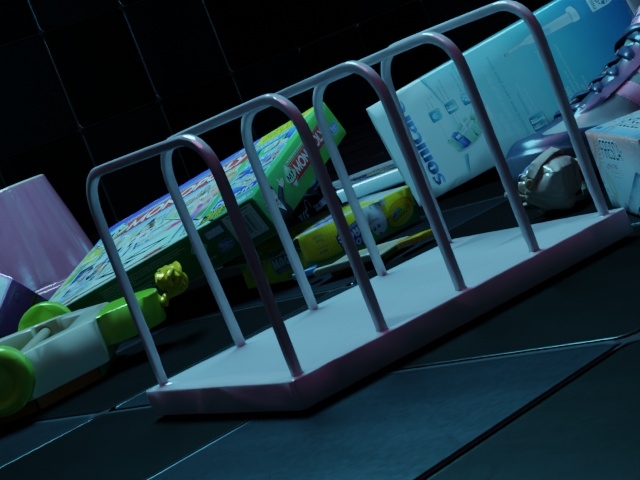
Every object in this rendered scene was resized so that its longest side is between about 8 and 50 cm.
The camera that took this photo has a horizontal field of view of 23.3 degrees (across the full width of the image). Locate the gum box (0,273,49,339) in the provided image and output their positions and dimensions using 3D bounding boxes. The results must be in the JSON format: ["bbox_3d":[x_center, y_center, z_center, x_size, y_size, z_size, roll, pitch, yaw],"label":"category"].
[{"bbox_3d":[-0.406,0.055,1.710,0.188,0.062,0.107,18,-11,18],"label":"gum box"}]

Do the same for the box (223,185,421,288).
[{"bbox_3d":[0.000,0.000,1.499,0.179,0.043,0.105,-23,6,-38],"label":"box"}]

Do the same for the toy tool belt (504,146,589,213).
[{"bbox_3d":[0.180,-0.048,1.244,0.051,0.052,0.083,-9,10,27],"label":"toy tool belt"}]

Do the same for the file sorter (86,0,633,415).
[{"bbox_3d":[0.016,-0.022,1.003,0.277,0.173,0.193,-26,7,-31],"label":"file sorter"}]

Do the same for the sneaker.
[{"bbox_3d":[0.281,-0.146,1.375,0.319,0.131,0.112,-24,7,-24],"label":"sneaker"}]

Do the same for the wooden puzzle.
[{"bbox_3d":[0.039,0.016,1.360,0.116,0.014,0.078,-16,4,40],"label":"wooden puzzle"}]

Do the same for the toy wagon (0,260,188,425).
[{"bbox_3d":[-0.270,0.110,1.340,0.344,0.068,0.267,-21,6,1],"label":"toy wagon"}]

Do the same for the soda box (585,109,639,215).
[{"bbox_3d":[0.231,-0.054,1.052,0.058,0.063,0.183,-22,5,2],"label":"soda box"}]

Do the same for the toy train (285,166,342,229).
[{"bbox_3d":[-0.037,-0.018,1.639,0.105,0.080,0.184,-28,7,22],"label":"toy train"}]

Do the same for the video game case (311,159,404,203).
[{"bbox_3d":[0.083,-0.084,2.064,0.201,0.023,0.183,-20,6,4],"label":"video game case"}]

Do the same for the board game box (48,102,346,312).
[{"bbox_3d":[-0.135,-0.010,1.565,0.317,0.046,0.213,-29,17,31],"label":"board game box"}]

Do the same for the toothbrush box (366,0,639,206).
[{"bbox_3d":[0.223,-0.172,1.681,0.295,0.126,0.216,-27,3,19],"label":"toothbrush box"}]

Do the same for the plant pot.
[{"bbox_3d":[-0.362,0.025,1.886,0.201,0.180,0.201,-22,5,2],"label":"plant pot"}]
